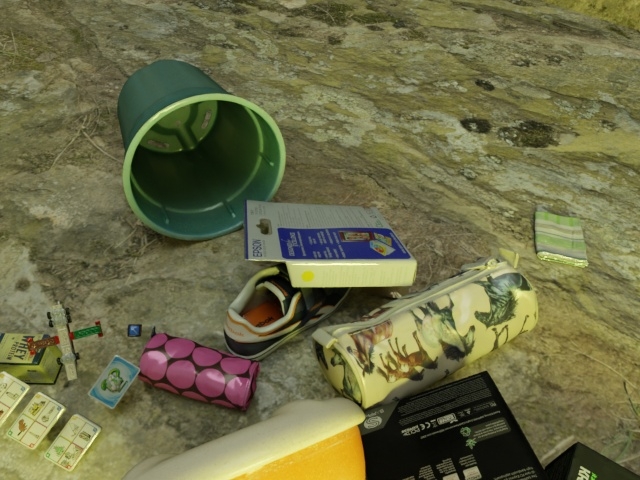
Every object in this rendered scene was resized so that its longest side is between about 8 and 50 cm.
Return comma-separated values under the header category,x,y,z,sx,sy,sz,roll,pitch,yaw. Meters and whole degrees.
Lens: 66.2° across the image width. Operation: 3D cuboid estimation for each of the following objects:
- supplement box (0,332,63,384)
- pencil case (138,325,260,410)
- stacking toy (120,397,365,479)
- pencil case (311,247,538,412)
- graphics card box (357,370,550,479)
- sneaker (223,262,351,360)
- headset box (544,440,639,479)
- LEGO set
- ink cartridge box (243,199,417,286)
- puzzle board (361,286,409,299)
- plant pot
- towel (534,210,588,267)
category,x,y,z,sx,sy,sz,roll,pitch,yaw
supplement box,-0.511,0.208,0.859,0.083,0.083,0.056,2,48,-2
pencil case,-0.209,0.225,0.864,0.209,0.095,0.098,16,27,8
stacking toy,-0.038,0.462,0.576,0.351,0.350,0.479,-16,69,-16
pencil case,0.187,0.158,0.881,0.410,0.183,0.160,-20,17,-19
graphics card box,0.192,0.366,0.638,0.233,0.094,0.371,-21,34,2
sneaker,-0.047,0.103,0.954,0.126,0.127,0.321,35,54,26
headset box,0.426,0.470,0.655,0.283,0.131,0.246,28,54,20
LEGO set,-0.410,0.220,0.814,0.182,0.060,0.244,34,75,-8
ink cartridge box,0.000,0.000,0.991,0.307,0.072,0.303,0,24,-9
puzzle board,0.147,0.072,1.067,0.096,0.011,0.128,10,48,7
plant pot,-0.301,-0.232,1.121,0.341,0.341,0.334,-19,44,-19
towel,0.563,-0.009,1.154,0.113,0.023,0.152,13,49,7
